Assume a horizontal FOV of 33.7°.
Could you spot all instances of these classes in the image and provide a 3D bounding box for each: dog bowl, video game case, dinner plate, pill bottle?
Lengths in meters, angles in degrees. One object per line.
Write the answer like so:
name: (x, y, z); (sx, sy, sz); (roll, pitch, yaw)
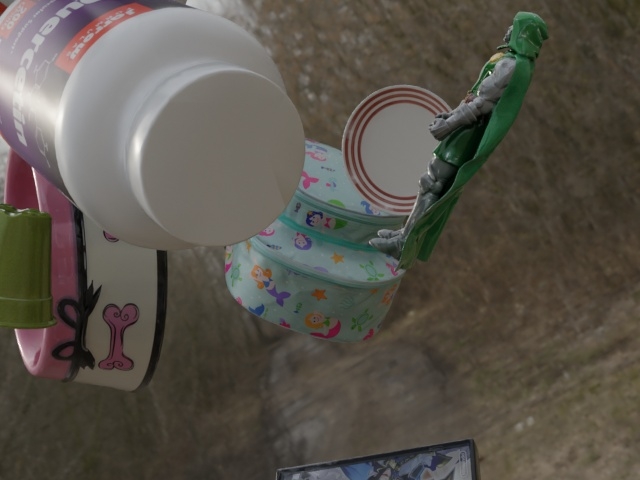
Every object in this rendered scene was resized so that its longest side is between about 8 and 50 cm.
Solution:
dog bowl: (-0.341, 0.015, 1.476); (0.150, 0.408, 0.408); (-3, -14, -25)
video game case: (0.062, 0.361, 1.180); (0.248, 0.035, 0.275); (-12, 43, 15)
dinner plate: (0.091, -0.098, 1.150); (0.141, 0.141, 0.017); (-31, -5, 23)
pill bottle: (-0.144, -0.104, 0.838); (0.181, 0.182, 0.323); (-30, 31, -19)

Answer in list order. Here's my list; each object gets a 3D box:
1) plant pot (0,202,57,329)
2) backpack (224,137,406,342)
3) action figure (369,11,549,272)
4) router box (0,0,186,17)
plant pot: (-0.225, 0.015, 0.759); (0.083, 0.079, 0.083); (10, 5, -1)
backpack: (0.000, 0.000, 1.293); (0.254, 0.225, 0.191); (-83, 14, -55)
action figure: (0.122, -0.087, 0.893); (0.232, 0.063, 0.137); (-59, -3, 13)
router box: (-0.269, -0.372, 1.213); (0.082, 0.336, 0.301); (5, -20, 39)
